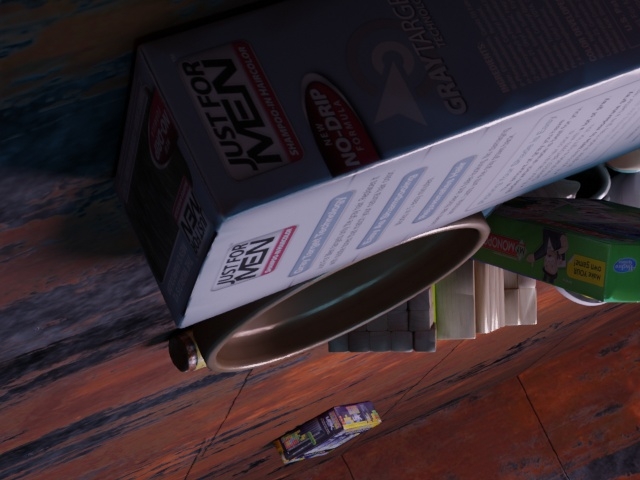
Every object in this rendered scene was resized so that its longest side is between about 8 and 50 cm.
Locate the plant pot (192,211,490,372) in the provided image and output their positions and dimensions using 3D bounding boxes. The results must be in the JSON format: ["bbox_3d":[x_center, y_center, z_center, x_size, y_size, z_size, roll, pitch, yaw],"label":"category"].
[{"bbox_3d":[0.000,0.000,0.983,0.237,0.109,0.237,-25,167,-6],"label":"plant pot"}]

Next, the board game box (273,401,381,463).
[{"bbox_3d":[0.015,0.350,2.371,0.141,0.048,0.170,-34,164,19],"label":"board game box"}]

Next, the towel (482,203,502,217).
[{"bbox_3d":[0.205,-0.089,1.052,0.144,0.029,0.197,-38,-175,37],"label":"towel"}]

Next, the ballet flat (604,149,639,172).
[{"bbox_3d":[0.367,-0.141,1.218,0.248,0.086,0.086,-23,165,-20],"label":"ballet flat"}]

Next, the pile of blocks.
[{"bbox_3d":[0.120,0.045,1.395,0.149,0.112,0.362,0,-178,32],"label":"pile of blocks"}]

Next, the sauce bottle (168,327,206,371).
[{"bbox_3d":[-0.091,0.097,1.308,0.128,0.042,0.042,-19,164,-35],"label":"sauce bottle"}]

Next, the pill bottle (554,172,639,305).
[{"bbox_3d":[0.365,-0.011,1.558,0.119,0.119,0.208,-19,164,-27],"label":"pill bottle"}]

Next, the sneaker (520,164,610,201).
[{"bbox_3d":[0.268,-0.034,1.366,0.121,0.099,0.262,-38,163,25],"label":"sneaker"}]

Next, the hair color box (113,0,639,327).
[{"bbox_3d":[0.071,-0.085,0.799,0.374,0.113,0.185,-21,165,-21],"label":"hair color box"}]

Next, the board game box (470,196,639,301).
[{"bbox_3d":[0.237,0.002,1.091,0.213,0.046,0.317,1,-171,-22],"label":"board game box"}]
